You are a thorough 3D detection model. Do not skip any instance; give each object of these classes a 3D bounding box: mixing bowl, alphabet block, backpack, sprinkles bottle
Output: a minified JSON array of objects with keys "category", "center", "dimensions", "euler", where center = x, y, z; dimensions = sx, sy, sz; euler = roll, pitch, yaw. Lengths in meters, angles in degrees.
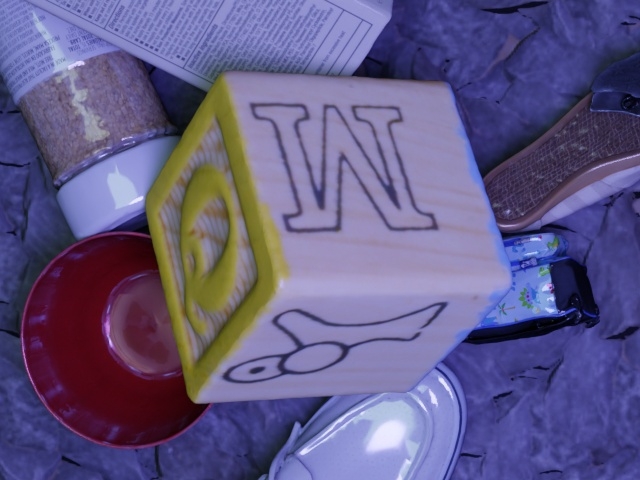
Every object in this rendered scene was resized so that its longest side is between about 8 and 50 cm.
[{"category":"mixing bowl","center":[-0.152,0.077,1.392],"dimensions":[0.181,0.098,0.181],"euler":[1,96,10]},{"category":"alphabet block","center":[0.000,0.000,1.258],"dimensions":[0.197,0.192,0.193],"euler":[0,58,-28]},{"category":"backpack","center":[0.157,0.039,1.333],"dimensions":[0.114,0.105,0.084],"euler":[-15,80,19]},{"category":"sprinkles bottle","center":[-0.224,-0.177,1.396],"dimensions":[0.121,0.121,0.355],"euler":[-26,85,10]}]

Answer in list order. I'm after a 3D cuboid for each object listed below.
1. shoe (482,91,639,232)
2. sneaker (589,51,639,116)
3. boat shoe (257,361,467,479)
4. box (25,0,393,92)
[{"category":"shoe","center":[0.222,-0.072,1.342],"dimensions":[0.219,0.058,0.076],"euler":[-29,70,-2]},{"category":"sneaker","center":[0.306,-0.111,1.289],"dimensions":[0.170,0.051,0.089],"euler":[26,67,18]},{"category":"boat shoe","center":[-0.021,0.243,1.341],"dimensions":[0.136,0.156,0.367],"euler":[44,99,8]},{"category":"box","center":[-0.108,-0.224,1.293],"dimensions":[0.311,0.121,0.148],"euler":[27,126,-15]}]
